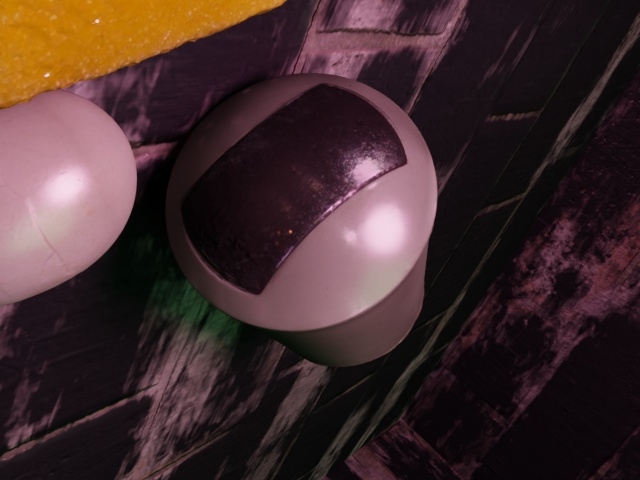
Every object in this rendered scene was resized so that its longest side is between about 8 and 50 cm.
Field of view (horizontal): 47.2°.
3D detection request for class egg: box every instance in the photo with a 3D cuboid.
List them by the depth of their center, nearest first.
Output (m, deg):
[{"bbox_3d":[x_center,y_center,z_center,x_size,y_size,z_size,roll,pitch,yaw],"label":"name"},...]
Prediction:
[{"bbox_3d":[-0.237,-0.029,0.545,0.209,0.151,0.151,-36,154,-23],"label":"egg"}]

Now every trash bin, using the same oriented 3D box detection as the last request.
[{"bbox_3d":[0.000,0.000,0.883,0.280,0.280,0.432,-46,161,-7],"label":"trash bin"}]

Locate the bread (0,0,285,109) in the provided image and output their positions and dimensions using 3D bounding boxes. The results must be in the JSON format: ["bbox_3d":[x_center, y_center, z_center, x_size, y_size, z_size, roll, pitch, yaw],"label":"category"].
[{"bbox_3d":[-0.127,-0.260,0.393,0.323,0.143,0.333,-32,151,-38],"label":"bread"}]
